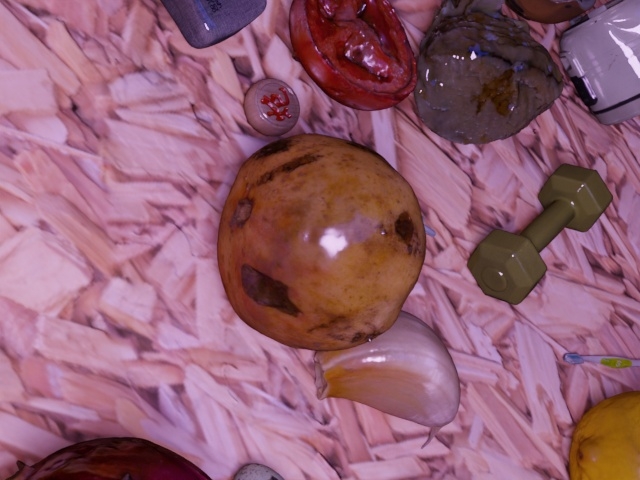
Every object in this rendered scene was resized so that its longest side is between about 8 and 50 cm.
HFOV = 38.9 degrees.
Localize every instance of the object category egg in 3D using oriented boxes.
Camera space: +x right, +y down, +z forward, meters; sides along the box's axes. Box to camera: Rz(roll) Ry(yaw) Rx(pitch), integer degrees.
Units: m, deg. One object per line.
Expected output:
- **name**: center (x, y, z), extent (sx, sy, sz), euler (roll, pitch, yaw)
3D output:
- **egg**: center (-0.072, 0.331, 1.126), extent (0.085, 0.085, 0.110), euler (-10, 68, -35)

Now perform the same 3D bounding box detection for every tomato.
- **tomato**: center (0.037, -0.290, 1.356), extent (0.228, 0.101, 0.228), euler (17, 63, -36)

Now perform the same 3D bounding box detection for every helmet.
- **helmet**: center (0.386, -0.476, 1.618), extent (0.224, 0.130, 0.198), euler (39, 54, -3)

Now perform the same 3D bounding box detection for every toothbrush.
- **toothbrush**: center (0.521, 0.212, 1.595), extent (0.263, 0.026, 0.022), euler (7, 106, -34)

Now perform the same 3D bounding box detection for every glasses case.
- **glasses case**: center (-0.204, -0.423, 1.240), extent (0.131, 0.074, 0.323), euler (-39, 100, -33)

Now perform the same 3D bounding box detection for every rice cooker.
- **rice cooker**: center (0.568, -0.328, 1.656), extent (0.226, 0.226, 0.244), euler (-38, 98, -35)

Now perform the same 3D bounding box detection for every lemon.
- **lemon**: center (0.530, 0.359, 1.426), extent (0.284, 0.260, 0.260), euler (40, 59, -21)

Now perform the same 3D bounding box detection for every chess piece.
- **chess piece**: center (-0.069, -0.189, 1.292), extent (0.083, 0.038, 0.084), euler (8, 75, -32)

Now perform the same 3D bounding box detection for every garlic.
- **garlic**: center (0.107, 0.186, 1.274), extent (0.245, 0.145, 0.164), euler (31, 94, -25)

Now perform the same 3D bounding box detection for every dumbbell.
- **dumbbell**: center (0.365, -0.015, 1.496), extent (0.108, 0.121, 0.302), euler (41, 53, 16)

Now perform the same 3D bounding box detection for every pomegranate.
- **pomegranate**: center (0.000, 0.000, 1.155), extent (0.281, 0.281, 0.281), euler (9, 73, -32)

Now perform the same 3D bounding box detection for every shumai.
- **shumai**: center (0.248, -0.290, 1.473), extent (0.256, 0.189, 0.218), euler (12, 50, -30)

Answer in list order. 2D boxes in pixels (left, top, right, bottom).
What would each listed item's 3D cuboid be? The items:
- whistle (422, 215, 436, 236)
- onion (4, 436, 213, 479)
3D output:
- **whistle**: center (0.137, -0.029, 1.391), extent (0.100, 0.035, 0.035), euler (24, 65, -29)
- **onion**: center (-0.193, 0.390, 0.875), extent (0.385, 0.348, 0.348), euler (48, 57, -12)
